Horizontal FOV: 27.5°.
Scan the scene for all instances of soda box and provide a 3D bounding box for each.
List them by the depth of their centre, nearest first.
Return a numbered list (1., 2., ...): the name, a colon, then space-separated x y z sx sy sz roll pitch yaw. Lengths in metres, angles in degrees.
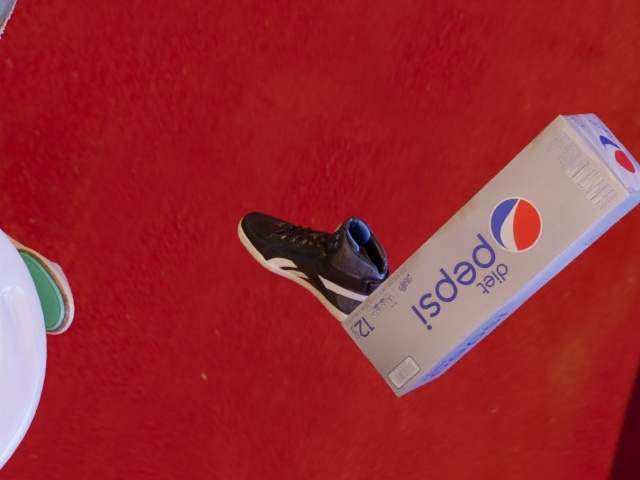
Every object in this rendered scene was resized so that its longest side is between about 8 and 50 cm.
1. soda box: 0.155 0.014 1.163 0.286 0.098 0.091 -45 75 25

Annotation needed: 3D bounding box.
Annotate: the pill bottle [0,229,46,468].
1. pill bottle: -0.192 0.042 0.462 0.108 0.193 0.108 8 78 -44

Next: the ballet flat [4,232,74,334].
1. ballet flat: -0.364 0.038 1.593 0.248 0.086 0.086 30 78 31

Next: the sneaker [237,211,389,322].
1. sneaker: 0.000 0.000 1.619 0.217 0.121 0.079 36 41 17

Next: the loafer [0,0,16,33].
1. loafer: -0.290 -0.248 1.110 0.101 0.269 0.092 -4 48 -35
